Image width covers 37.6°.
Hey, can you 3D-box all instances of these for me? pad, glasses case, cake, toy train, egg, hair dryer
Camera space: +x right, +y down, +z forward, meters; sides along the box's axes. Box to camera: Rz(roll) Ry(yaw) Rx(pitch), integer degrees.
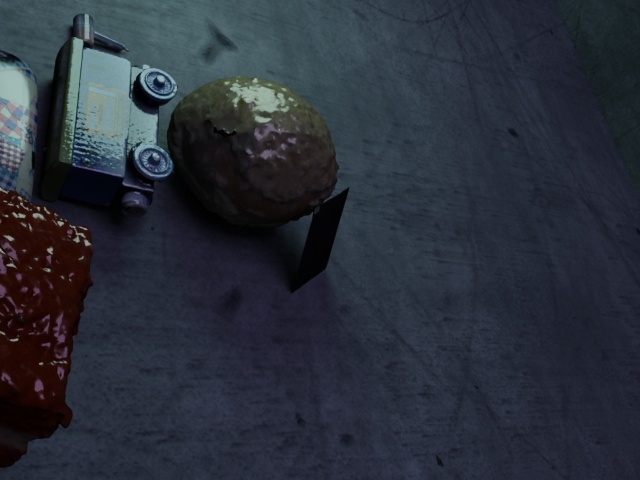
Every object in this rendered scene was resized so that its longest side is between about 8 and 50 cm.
[{"bbox_3d":[0.000,0.000,1.701,0.004,0.193,0.116,31,38,22],"label":"pad"},{"bbox_3d":[-0.505,-0.164,1.445,0.125,0.076,0.327,14,52,-32],"label":"glasses case"},{"bbox_3d":[-0.454,0.109,1.118,0.270,0.319,0.269,27,44,-31],"label":"cake"},{"bbox_3d":[-0.348,-0.186,1.548,0.202,0.131,0.300,14,53,-25],"label":"toy train"},{"bbox_3d":[-0.115,-0.158,1.652,0.310,0.279,0.279,36,42,3],"label":"egg"},{"bbox_3d":[-0.399,-0.364,1.715,0.114,0.037,0.063,18,53,-41],"label":"hair dryer"}]
